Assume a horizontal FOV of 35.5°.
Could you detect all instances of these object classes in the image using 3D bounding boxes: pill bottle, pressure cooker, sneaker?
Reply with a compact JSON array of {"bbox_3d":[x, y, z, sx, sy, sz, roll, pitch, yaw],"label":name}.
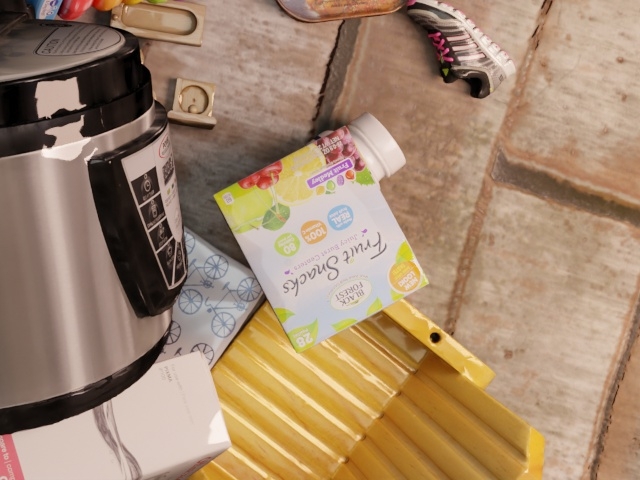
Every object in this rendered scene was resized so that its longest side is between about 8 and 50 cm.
[{"bbox_3d":[0.010,-0.071,1.251,0.186,0.112,0.112,-38,98,-3],"label":"pill bottle"},{"bbox_3d":[-0.339,-0.062,0.985,0.375,0.370,0.420,-22,119,-41],"label":"pressure cooker"},{"bbox_3d":[0.171,-0.242,1.281,0.170,0.063,0.075,35,87,-20],"label":"sneaker"}]

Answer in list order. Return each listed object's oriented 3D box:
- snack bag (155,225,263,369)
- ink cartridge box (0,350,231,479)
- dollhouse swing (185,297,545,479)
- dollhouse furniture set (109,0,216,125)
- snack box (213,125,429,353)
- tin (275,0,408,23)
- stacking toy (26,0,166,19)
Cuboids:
[{"bbox_3d":[-0.290,0.086,1.253,0.342,0.037,0.323,36,89,-7],"label":"snack bag"},{"bbox_3d":[-0.263,0.232,1.090,0.283,0.207,0.117,-14,74,-27],"label":"ink cartridge box"},{"bbox_3d":[0.030,0.234,1.180,0.315,0.305,0.347,39,89,-9],"label":"dollhouse swing"},{"bbox_3d":[-0.190,-0.221,1.205,0.144,0.123,0.151,8,93,-9],"label":"dollhouse furniture set"},{"bbox_3d":[0.000,0.000,1.155,0.174,0.070,0.207,-29,90,-4],"label":"snack box"},{"bbox_3d":[0.030,-0.336,1.273,0.189,0.040,0.106,-7,99,-8],"label":"tin"},{"bbox_3d":[-0.199,-0.342,1.186,0.301,0.175,0.166,-4,75,-29],"label":"stacking toy"}]
